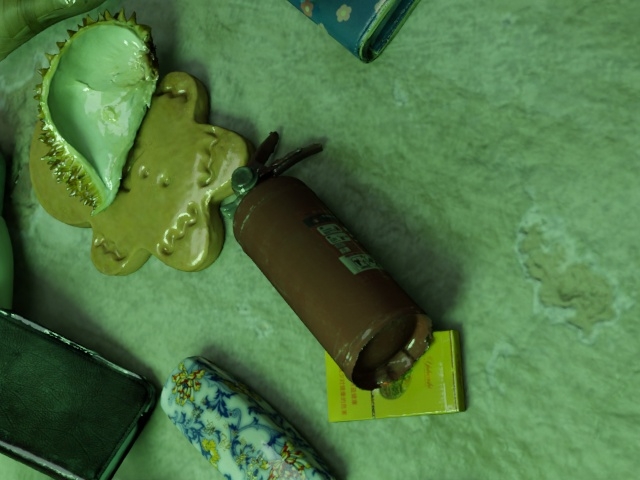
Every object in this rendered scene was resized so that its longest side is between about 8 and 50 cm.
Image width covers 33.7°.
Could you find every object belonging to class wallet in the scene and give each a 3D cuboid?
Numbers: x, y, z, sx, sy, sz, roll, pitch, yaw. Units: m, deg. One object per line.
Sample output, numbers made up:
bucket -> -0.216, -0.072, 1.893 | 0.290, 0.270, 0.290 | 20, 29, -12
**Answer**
wallet -> -0.364, 0.174, 1.260 | 0.317, 0.045, 0.172 | 23, 51, 6
wallet -> 0.024, -0.316, 1.230 | 0.202, 0.059, 0.141 | 44, 101, 30

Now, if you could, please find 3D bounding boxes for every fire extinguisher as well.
fire extinguisher -> 0.000, 0.000, 1.157 | 0.147, 0.106, 0.337 | -34, 55, -9

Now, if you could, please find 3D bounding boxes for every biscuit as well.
biscuit -> -0.244, -0.097, 1.351 | 0.354, 0.052, 0.275 | 28, 95, 31

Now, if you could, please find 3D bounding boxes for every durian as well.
durian -> -0.284, -0.164, 1.319 | 0.139, 0.144, 0.252 | 22, 77, -4

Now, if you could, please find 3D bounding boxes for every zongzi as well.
zongzi -> -0.386, -0.314, 1.455 | 0.194, 0.099, 0.198 | 21, 102, 32

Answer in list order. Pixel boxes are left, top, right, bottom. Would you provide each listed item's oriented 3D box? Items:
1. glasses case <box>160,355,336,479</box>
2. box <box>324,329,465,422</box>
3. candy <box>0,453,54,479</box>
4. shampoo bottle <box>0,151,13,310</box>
glasses case -> -0.084, 0.223, 1.183 | 0.248, 0.065, 0.087 | 36, 97, 32
box -> 0.077, 0.146, 1.130 | 0.155, 0.023, 0.087 | -10, 73, 29
candy -> -0.444, 0.320, 1.292 | 0.295, 0.185, 0.296 | 0, 92, 13
shampoo bottle -> -0.507, 0.017, 1.425 | 0.221, 0.151, 0.350 | -7, 78, 34
